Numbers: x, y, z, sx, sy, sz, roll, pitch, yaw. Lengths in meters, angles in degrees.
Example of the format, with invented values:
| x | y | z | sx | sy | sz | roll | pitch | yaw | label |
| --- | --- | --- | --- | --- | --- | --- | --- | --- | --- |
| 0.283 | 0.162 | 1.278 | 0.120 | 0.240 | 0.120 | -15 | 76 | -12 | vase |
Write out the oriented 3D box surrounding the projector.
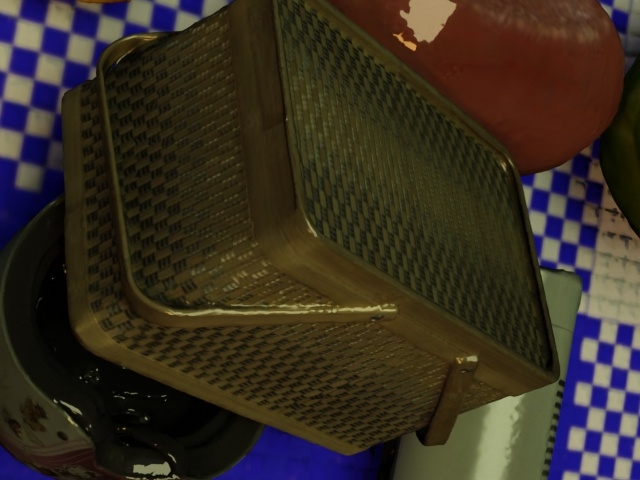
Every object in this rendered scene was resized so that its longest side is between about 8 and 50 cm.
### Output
| x | y | z | sx | sy | sz | roll | pitch | yaw | label |
| --- | --- | --- | --- | --- | --- | --- | --- | --- | --- |
| 0.082 | 0.178 | 0.908 | 0.108 | 0.108 | 0.337 | 15 | 82 | -30 | projector |

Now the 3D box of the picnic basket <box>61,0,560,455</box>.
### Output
| x | y | z | sx | sy | sz | roll | pitch | yaw | label |
| --- | --- | --- | --- | --- | --- | --- | --- | --- | --- |
| 0.000 | 0.000 | 0.775 | 0.267 | 0.139 | 0.165 | 31 | 42 | -46 | picnic basket |

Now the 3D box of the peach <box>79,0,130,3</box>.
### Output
| x | y | z | sx | sy | sz | roll | pitch | yaw | label |
| --- | --- | --- | --- | --- | --- | --- | --- | --- | --- |
| -0.126 | -0.209 | 0.783 | 0.151 | 0.118 | 0.151 | -22 | 139 | -21 | peach |

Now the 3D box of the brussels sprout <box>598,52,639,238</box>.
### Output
| x | y | z | sx | sy | sz | roll | pitch | yaw | label |
| --- | --- | --- | --- | --- | --- | --- | --- | --- | --- |
| 0.311 | -0.060 | 0.992 | 0.271 | 0.219 | 0.210 | 31 | 91 | -47 | brussels sprout |

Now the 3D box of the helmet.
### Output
| x | y | z | sx | sy | sz | roll | pitch | yaw | label |
| --- | --- | --- | --- | --- | --- | --- | --- | --- | --- |
| -0.120 | 0.064 | 0.787 | 0.177 | 0.107 | 0.153 | 28 | 47 | -46 | helmet |

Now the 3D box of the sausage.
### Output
| x | y | z | sx | sy | sz | roll | pitch | yaw | label |
| --- | --- | --- | --- | --- | --- | --- | --- | --- | --- |
| 0.077 | -0.121 | 0.890 | 0.254 | 0.148 | 0.148 | 6 | 87 | -33 | sausage |
